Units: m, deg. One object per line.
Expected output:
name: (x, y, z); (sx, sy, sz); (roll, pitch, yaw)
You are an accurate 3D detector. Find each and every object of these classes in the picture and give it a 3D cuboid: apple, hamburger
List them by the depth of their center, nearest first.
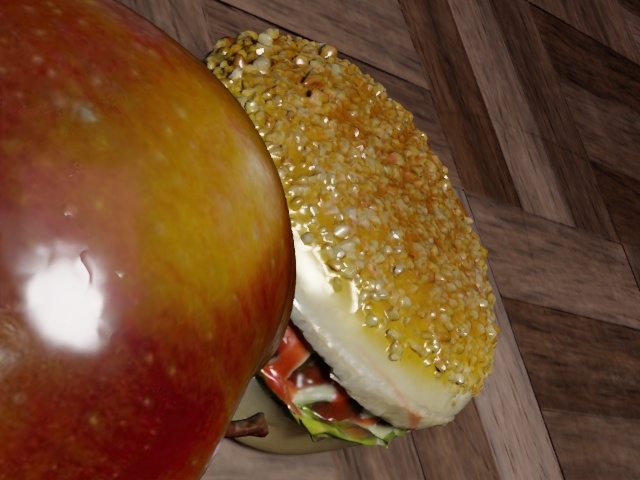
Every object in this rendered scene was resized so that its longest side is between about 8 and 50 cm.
apple: (-0.158, 0.011, 0.596); (0.317, 0.288, 0.288); (40, 33, -9)
hamburger: (0.000, 0.000, 0.936); (0.302, 0.170, 0.302); (38, 36, -35)
